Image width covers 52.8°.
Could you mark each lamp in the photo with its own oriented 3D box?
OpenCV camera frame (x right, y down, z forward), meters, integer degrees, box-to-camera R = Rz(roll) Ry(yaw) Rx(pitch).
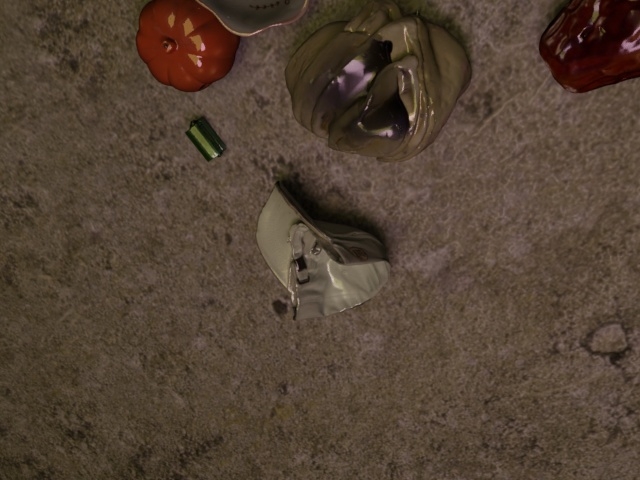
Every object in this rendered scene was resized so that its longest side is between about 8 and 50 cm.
[{"bbox_3d":[-0.247,-0.367,1.186,0.188,0.164,0.187,7,116,15],"label":"lamp"}]

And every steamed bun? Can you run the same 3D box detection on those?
[{"bbox_3d":[0.091,-0.261,1.121,0.320,0.206,0.275,-14,113,26],"label":"steamed bun"}]

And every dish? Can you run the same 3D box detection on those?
[{"bbox_3d":[-0.117,-0.472,1.126,0.230,0.081,0.229,-1,105,-3],"label":"dish"}]

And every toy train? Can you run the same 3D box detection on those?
[{"bbox_3d":[-0.238,-0.206,1.325,0.038,0.056,0.093,-30,107,22],"label":"toy train"}]

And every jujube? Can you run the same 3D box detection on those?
[{"bbox_3d":[0.483,-0.343,0.977,0.290,0.197,0.197,-34,103,34],"label":"jujube"}]

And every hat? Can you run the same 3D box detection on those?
[{"bbox_3d":[-0.002,0.006,1.335,0.301,0.168,0.258,53,141,12],"label":"hat"}]

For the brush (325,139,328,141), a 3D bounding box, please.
[{"bbox_3d":[0.015,-0.208,1.273,0.083,0.018,0.021,34,130,-4],"label":"brush"}]
